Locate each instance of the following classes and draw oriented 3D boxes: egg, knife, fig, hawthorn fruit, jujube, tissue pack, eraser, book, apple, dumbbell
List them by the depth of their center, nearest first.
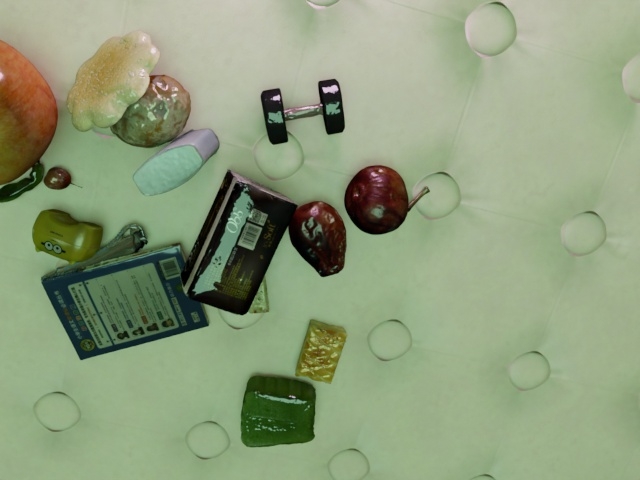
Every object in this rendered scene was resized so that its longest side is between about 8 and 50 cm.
[{"bbox_3d":[-0.868,-0.319,1.476,0.391,0.346,0.391,-12,130,-15],"label":"apple"},{"bbox_3d":[-0.380,-0.219,1.604,0.189,0.290,0.104,-23,107,6],"label":"eraser"},{"bbox_3d":[-0.463,-0.349,1.612,0.233,0.195,0.195,-20,107,15],"label":"egg"},{"bbox_3d":[-0.047,-0.358,1.655,0.218,0.152,0.152,-10,107,-1],"label":"dumbbell"},{"bbox_3d":[-0.237,0.001,1.704,0.210,0.198,0.370,24,97,-17],"label":"tissue pack"},{"bbox_3d":[-0.739,-0.170,1.711,0.103,0.067,0.067,19,104,-11],"label":"hawthorn fruit"},{"bbox_3d":[-0.732,-0.009,1.716,0.178,0.123,0.127,21,95,6],"label":"tissue pack"},{"bbox_3d":[0.190,-0.102,1.749,0.186,0.204,0.249,-24,147,35],"label":"fig"},{"bbox_3d":[0.000,0.000,1.766,0.168,0.168,0.236,-20,110,2],"label":"jujube"},{"bbox_3d":[-0.681,0.055,1.795,0.365,0.043,0.089,-27,106,6],"label":"knife"},{"bbox_3d":[-0.589,0.192,1.823,0.428,0.039,0.300,-14,115,0],"label":"book"}]

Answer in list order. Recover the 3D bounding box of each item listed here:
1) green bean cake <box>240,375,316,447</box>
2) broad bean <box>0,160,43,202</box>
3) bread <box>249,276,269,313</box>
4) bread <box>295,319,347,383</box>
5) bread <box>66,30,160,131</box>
[{"bbox_3d":[-0.133,0.562,1.940,0.248,0.125,0.222,7,108,-4],"label":"green bean cake"},{"bbox_3d":[-0.868,-0.158,1.714,0.195,0.046,0.061,-39,93,3],"label":"broad bean"},{"bbox_3d":[-0.202,0.155,1.862,0.068,0.028,0.154,-5,105,0],"label":"bread"},{"bbox_3d":[0.002,0.360,1.914,0.125,0.068,0.188,15,105,-8],"label":"bread"},{"bbox_3d":[-0.552,-0.422,1.552,0.316,0.316,0.054,-39,142,8],"label":"bread"}]
